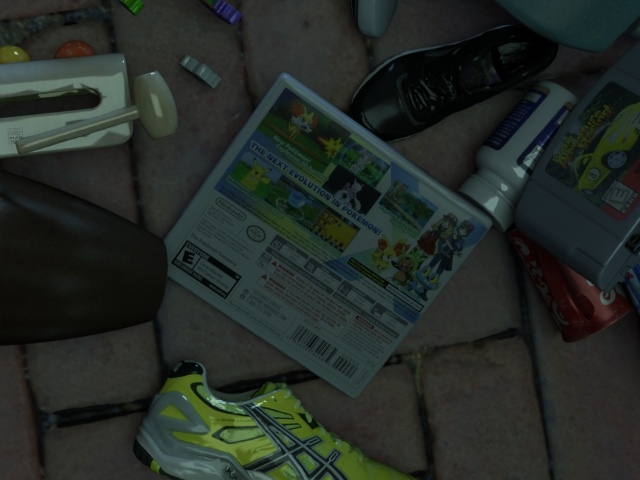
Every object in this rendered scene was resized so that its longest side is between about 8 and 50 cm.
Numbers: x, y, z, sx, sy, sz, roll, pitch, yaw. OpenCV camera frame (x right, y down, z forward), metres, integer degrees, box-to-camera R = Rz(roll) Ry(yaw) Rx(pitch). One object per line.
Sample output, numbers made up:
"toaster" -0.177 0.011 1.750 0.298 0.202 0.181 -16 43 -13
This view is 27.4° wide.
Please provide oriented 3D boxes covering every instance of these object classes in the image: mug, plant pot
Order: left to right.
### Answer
"plant pot" -0.310 0.032 1.584 0.230 0.215 0.215 8 91 -25
"plant pot" 0.295 -0.374 1.607 0.247 0.248 0.252 -44 113 12
"mug" 0.330 0.035 1.723 0.113 0.150 0.169 -32 93 -4

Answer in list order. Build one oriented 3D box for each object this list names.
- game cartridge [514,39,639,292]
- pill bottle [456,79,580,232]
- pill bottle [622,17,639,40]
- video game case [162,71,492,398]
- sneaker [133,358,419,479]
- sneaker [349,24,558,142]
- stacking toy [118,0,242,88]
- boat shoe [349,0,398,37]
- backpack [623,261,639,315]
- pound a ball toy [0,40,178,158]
"game cartridge" 0.367 -0.101 1.587 0.060 0.196 0.294 31 96 -36
"pill bottle" 0.269 -0.107 1.719 0.112 0.112 0.187 43 85 -10
"pill bottle" 0.555 -0.298 1.737 0.301 0.169 0.169 12 90 -11
"video game case" 0.000 0.000 1.670 0.329 0.036 0.300 35 103 -10
"sneaker" -0.035 0.264 1.662 0.384 0.145 0.147 18 89 -12
"sneaker" 0.171 -0.213 1.689 0.283 0.124 0.107 -26 97 -9
"stacking toy" -0.149 -0.310 1.609 0.167 0.052 0.221 -53 137 -4
"boat shoe" 0.047 -0.413 1.675 0.102 0.108 0.301 6 106 21
"backpack" 0.501 -0.001 1.682 0.290 0.273 0.355 -48 126 -39
"pound a ball toy" -0.339 -0.169 1.552 0.319 0.208 0.136 -8 94 -10
